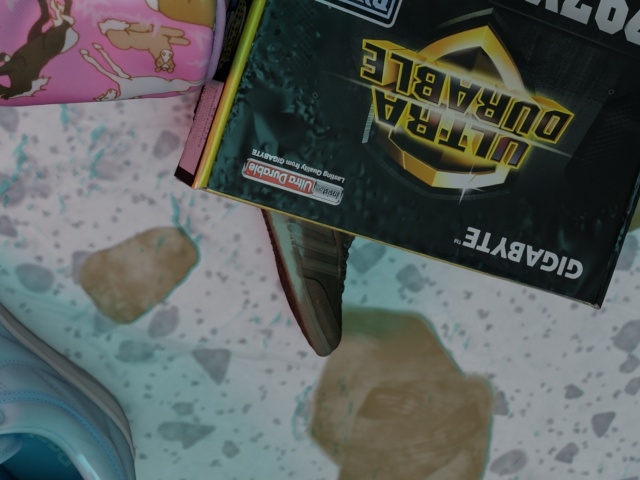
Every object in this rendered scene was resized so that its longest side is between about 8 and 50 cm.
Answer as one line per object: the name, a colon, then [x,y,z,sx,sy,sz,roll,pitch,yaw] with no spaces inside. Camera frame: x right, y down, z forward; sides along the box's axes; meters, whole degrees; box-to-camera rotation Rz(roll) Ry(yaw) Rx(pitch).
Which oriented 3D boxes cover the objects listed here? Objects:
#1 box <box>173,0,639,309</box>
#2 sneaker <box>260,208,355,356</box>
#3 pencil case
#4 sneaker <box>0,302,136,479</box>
box: [0.089,-0.116,1.008,0.322,0.079,0.257,17,93,-21]
sneaker: [0.000,0.000,1.073,0.071,0.066,0.188,-20,118,-7]
pencil case: [-0.255,-0.158,0.880,0.386,0.160,0.167,-5,109,-12]
sneaker: [-0.265,0.102,1.000,0.366,0.150,0.135,34,101,-26]
